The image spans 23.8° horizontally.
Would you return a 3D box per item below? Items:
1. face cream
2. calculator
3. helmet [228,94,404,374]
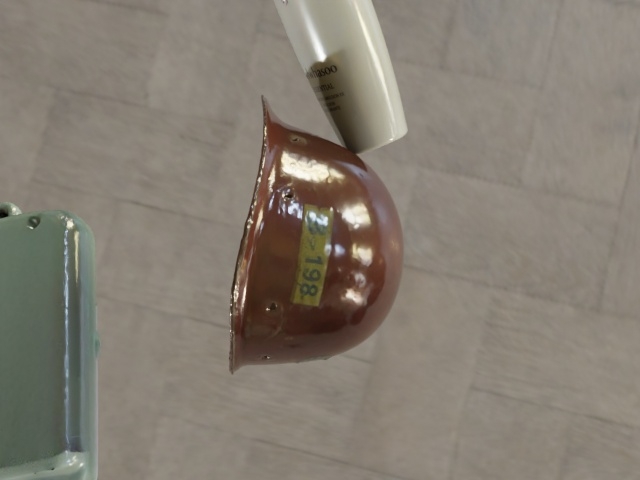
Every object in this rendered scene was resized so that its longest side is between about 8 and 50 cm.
[{"bbox_3d":[0.003,-0.145,0.961,0.051,0.072,0.182,-27,102,-27],"label":"face cream"},{"bbox_3d":[-0.216,0.085,1.037,0.141,0.045,0.246,-15,64,21],"label":"calculator"},{"bbox_3d":[0.000,0.000,0.956,0.106,0.155,0.175,4,82,-2],"label":"helmet"}]
